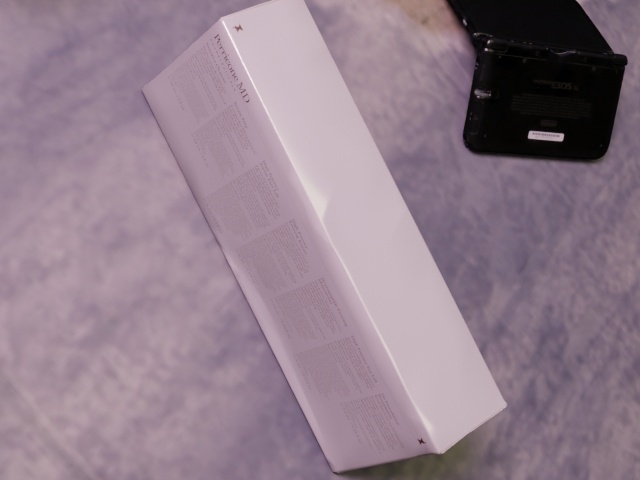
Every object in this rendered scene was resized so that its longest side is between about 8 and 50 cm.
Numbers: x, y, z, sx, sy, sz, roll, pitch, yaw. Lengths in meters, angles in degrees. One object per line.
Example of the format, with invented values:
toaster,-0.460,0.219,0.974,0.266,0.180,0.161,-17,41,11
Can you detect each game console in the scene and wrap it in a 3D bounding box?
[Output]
game console,0.136,-0.115,0.807,0.122,0.071,0.107,1,105,-31

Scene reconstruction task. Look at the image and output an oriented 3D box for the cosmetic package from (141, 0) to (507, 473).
cosmetic package,0.000,0.000,0.637,0.060,0.099,0.239,-27,91,-34
